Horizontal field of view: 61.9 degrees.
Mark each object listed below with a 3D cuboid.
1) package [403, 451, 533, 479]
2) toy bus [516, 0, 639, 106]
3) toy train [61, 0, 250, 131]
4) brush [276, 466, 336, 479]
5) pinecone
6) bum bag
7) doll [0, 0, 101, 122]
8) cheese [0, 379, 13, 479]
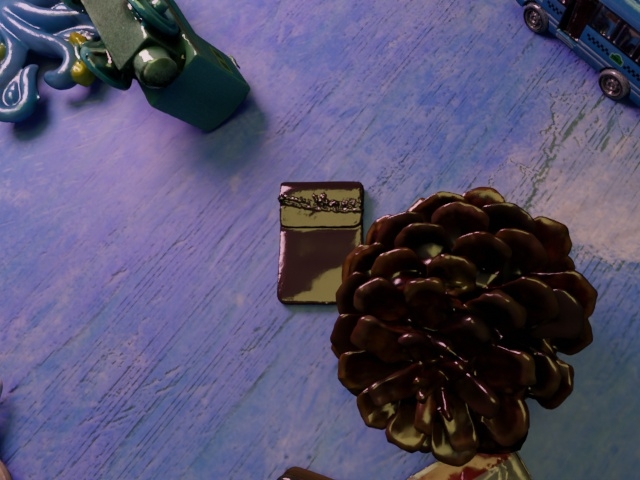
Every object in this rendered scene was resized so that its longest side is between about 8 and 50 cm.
[{"bbox_3d":[0.172,0.325,0.508,0.154,0.030,0.239,-29,70,-2],"label":"package"},{"bbox_3d":[0.365,-0.288,0.652,0.114,0.134,0.246,-35,71,-7],"label":"toy bus"},{"bbox_3d":[-0.231,-0.286,0.701,0.120,0.194,0.298,-41,64,18],"label":"toy train"},{"bbox_3d":[0.030,0.306,0.503,0.197,0.059,0.123,13,80,19],"label":"brush"},{"bbox_3d":[0.124,0.077,0.476,0.247,0.292,0.246,4,102,17],"label":"pinecone"},{"bbox_3d":[0.000,0.000,0.650,0.109,0.026,0.159,-2,70,6],"label":"bum bag"},{"bbox_3d":[-0.465,-0.329,0.786,0.342,0.098,0.345,3,68,8],"label":"doll"},{"bbox_3d":[-0.394,0.265,0.583,0.137,0.064,0.227,2,69,6],"label":"cheese"}]
